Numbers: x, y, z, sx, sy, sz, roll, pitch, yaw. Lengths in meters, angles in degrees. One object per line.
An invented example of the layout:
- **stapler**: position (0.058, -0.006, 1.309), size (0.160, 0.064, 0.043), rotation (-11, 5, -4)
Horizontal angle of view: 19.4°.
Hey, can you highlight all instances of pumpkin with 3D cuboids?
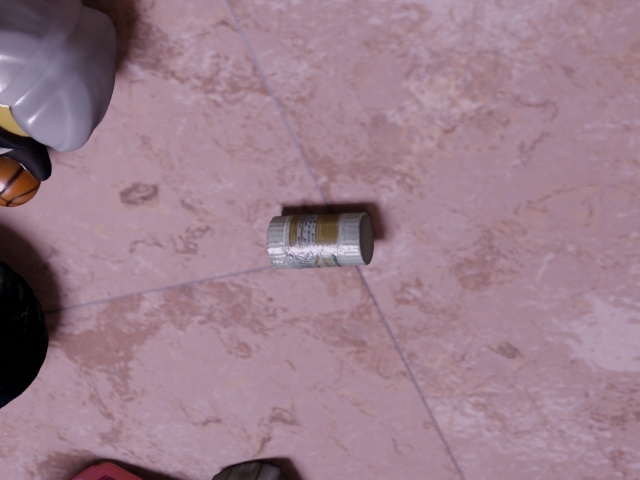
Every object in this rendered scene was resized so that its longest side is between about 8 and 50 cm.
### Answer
- **pumpkin**: position (-0.347, 0.082, 1.706), size (0.202, 0.140, 0.202), rotation (2, 147, 1)

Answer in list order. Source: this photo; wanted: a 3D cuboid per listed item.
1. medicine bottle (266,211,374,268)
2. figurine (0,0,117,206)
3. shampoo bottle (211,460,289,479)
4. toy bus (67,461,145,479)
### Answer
- **medicine bottle**: position (0.000, 0.000, 1.592), size (0.083, 0.047, 0.047), rotation (-2, 126, 18)
- **figurine**: position (-0.265, -0.116, 1.531), size (0.176, 0.133, 0.236), rotation (39, 131, -26)
- **shampoo bottle**: position (-0.027, 0.316, 1.843), size (0.086, 0.056, 0.227), rotation (-11, 123, 29)
- **toy bus**: position (-0.212, 0.446, 1.893), size (0.233, 0.203, 0.427), rotation (30, 134, 25)
